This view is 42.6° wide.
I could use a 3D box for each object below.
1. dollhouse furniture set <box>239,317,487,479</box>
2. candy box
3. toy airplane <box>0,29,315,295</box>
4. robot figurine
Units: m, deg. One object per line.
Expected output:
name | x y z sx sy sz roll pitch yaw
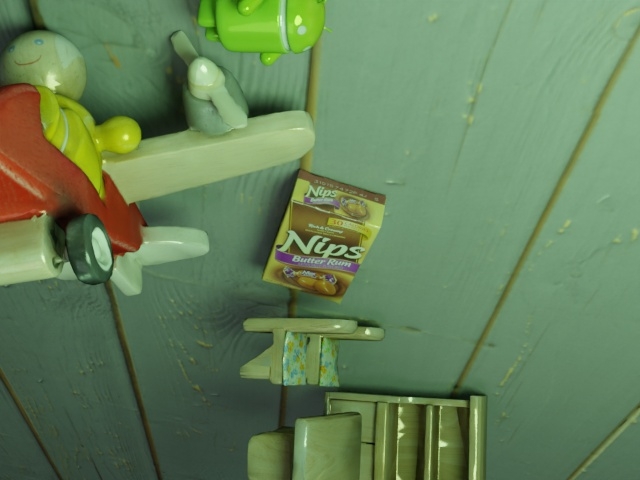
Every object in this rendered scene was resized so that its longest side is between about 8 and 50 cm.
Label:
dollhouse furniture set | 0.075 0.303 1.159 0.257 0.362 0.394 -1 171 21
candy box | 0.000 0.000 1.002 0.109 0.053 0.186 17 144 -5
toy airplane | -0.254 -0.076 0.842 0.386 0.272 0.384 -8 174 -40
robot figurine | -0.048 -0.199 0.722 0.115 0.067 0.101 4 162 11
